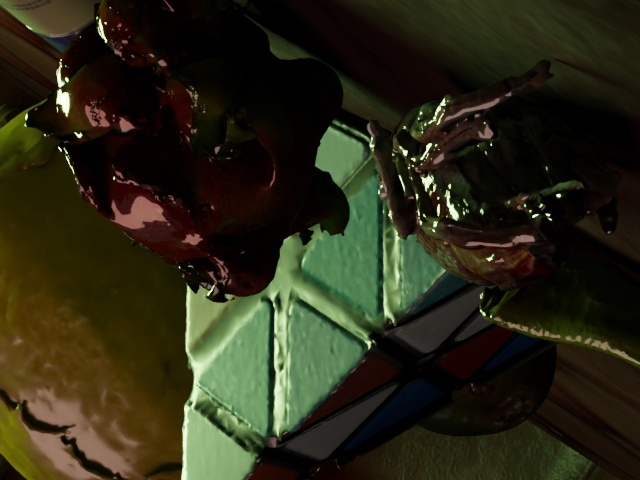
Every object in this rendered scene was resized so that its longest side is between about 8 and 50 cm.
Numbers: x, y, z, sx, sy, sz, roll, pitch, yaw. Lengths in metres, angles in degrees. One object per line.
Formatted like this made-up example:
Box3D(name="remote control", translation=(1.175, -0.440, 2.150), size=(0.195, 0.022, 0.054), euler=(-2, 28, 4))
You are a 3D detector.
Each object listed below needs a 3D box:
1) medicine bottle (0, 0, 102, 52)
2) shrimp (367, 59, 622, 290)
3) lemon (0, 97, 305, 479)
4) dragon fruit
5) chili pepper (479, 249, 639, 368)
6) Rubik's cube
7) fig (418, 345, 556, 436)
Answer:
Box3D(name="medicine bottle", translation=(-0.142, -0.141, 0.916), size=(0.059, 0.059, 0.231), euler=(32, 176, 31))
Box3D(name="shrimp", translation=(0.058, -0.020, 0.660), size=(0.190, 0.075, 0.073), euler=(-119, 6, -82))
Box3D(name="lemon", translation=(-0.108, 0.040, 1.281), size=(0.297, 0.297, 0.297), euler=(34, 177, 2))
Box3D(name="dragon fruit", translation=(-0.055, -0.051, 0.873), size=(0.175, 0.142, 0.138), euler=(100, 151, -65))
Box3D(name="chili pepper", translation=(0.162, 0.057, 0.871), size=(0.202, 0.052, 0.050), euler=(35, 148, 20))
Box3D(name="Rubik's cube", translation=(0.052, 0.009, 1.116), size=(0.234, 0.284, 0.250), euler=(10, -141, -38))
Box3D(name="fig", translation=(0.086, 0.062, 1.292), size=(0.117, 0.117, 0.177), euler=(35, -175, -16))
